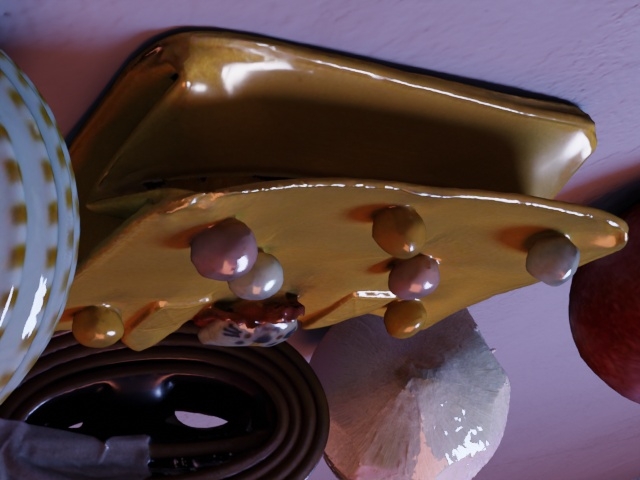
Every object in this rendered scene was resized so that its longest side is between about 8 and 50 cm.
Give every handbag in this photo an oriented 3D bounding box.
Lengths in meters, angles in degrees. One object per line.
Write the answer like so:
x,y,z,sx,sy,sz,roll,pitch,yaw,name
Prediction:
0.000,0.000,0.756,0.401,0.133,0.283,3,157,-37,handbag

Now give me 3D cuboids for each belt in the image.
-0.167,0.180,0.935,0.339,0.217,0.122,-4,155,-17,belt

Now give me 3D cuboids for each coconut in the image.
0.090,0.162,1.072,0.224,0.224,0.234,-9,157,-14,coconut

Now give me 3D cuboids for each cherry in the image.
0.364,0.051,0.987,0.240,0.206,0.239,-1,156,-1,cherry

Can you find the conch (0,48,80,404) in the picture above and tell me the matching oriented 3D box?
-0.268,0.017,0.506,0.303,0.215,0.319,0,155,-8,conch
